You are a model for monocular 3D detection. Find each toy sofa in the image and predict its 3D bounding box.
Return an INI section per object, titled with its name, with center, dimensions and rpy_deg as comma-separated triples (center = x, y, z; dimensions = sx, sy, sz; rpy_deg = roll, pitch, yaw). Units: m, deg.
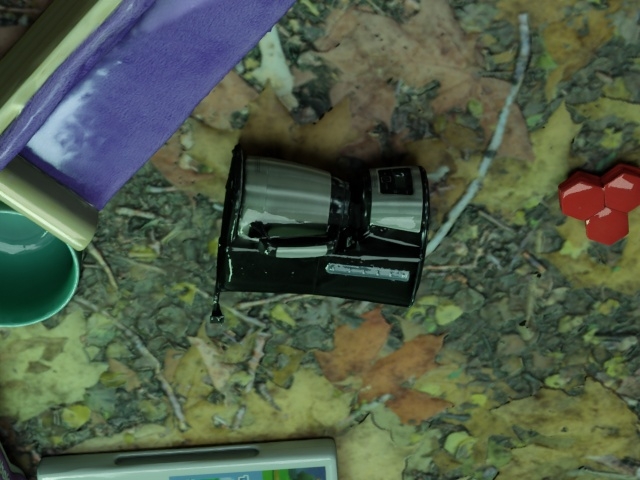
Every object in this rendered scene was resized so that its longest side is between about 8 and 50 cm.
[toy sofa]
center = -0.141, -0.154, 1.459
dimensions = 0.150, 0.177, 0.362
rpy_deg = 35, 116, -24

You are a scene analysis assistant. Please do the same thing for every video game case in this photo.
[video game case]
center = -0.125, 0.346, 1.908
dimensions = 0.300, 0.036, 0.329
rpy_deg = -4, 125, 0

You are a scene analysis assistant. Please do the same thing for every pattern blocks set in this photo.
[pattern blocks set]
center = 0.409, -0.029, 1.670
dimensions = 0.325, 0.026, 0.285
rpy_deg = 38, 115, -26

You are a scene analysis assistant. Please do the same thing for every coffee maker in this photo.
[coffee maker]
center = 0.000, 0.000, 1.630
dimensions = 0.178, 0.120, 0.171
rpy_deg = 7, 148, -7

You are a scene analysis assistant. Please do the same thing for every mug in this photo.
[mug]
center = -0.288, -0.001, 1.609
dimensions = 0.158, 0.097, 0.129
rpy_deg = -6, 126, 2

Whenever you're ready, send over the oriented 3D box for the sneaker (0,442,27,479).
[sneaker]
center = -0.373, 0.236, 1.787
dimensions = 0.152, 0.114, 0.305
rpy_deg = 0, 123, 14
